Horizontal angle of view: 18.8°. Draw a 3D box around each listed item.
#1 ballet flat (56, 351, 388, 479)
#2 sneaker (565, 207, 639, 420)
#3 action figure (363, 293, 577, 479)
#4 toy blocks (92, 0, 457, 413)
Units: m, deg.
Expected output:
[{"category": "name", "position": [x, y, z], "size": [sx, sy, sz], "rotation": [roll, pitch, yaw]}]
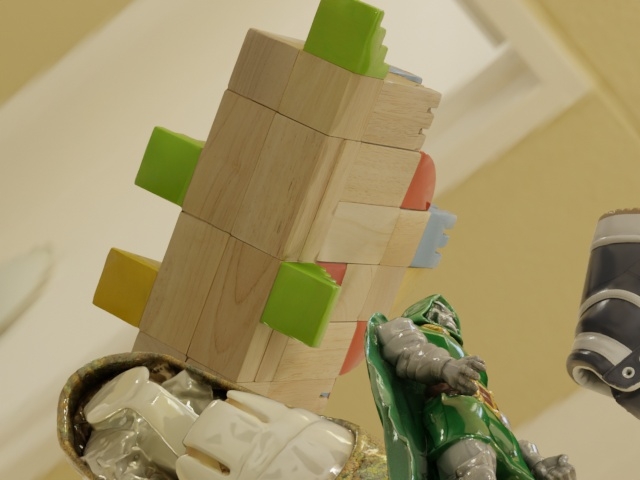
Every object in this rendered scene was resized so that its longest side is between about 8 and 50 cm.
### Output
[{"category": "ballet flat", "position": [-0.052, 0.127, 1.080], "size": [0.123, 0.123, 0.348], "rotation": [-49, -153, -18]}, {"category": "sneaker", "position": [0.296, 0.058, 1.351], "size": [0.282, 0.099, 0.153], "rotation": [0, -121, 44]}, {"category": "action figure", "position": [0.062, 0.089, 0.803], "size": [0.063, 0.137, 0.232], "rotation": [-38, -151, 10]}, {"category": "toy blocks", "position": [0.000, 0.000, 1.506], "size": [0.191, 0.261, 0.381], "rotation": [26, -79, 28]}]
